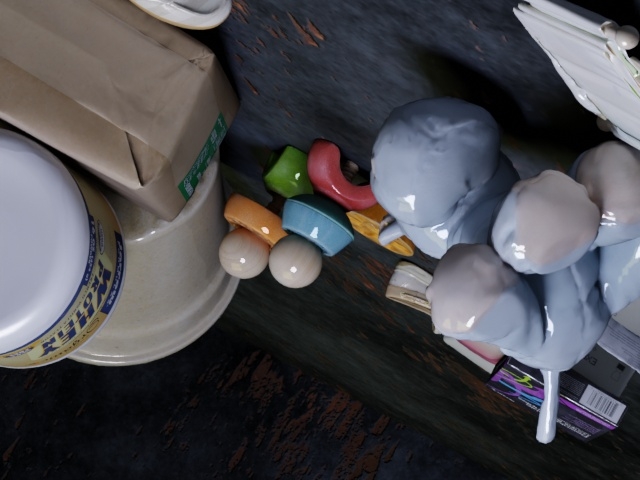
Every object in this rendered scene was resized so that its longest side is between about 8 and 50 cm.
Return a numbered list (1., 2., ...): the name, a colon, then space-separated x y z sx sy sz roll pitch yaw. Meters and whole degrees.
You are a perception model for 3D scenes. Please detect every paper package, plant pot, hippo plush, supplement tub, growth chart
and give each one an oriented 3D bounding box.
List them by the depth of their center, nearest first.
1. growth chart: 0.218 -0.109 1.412 0.172 0.021 0.237 36 175 42
2. hippo plush: 0.172 -0.027 1.650 0.236 0.234 0.294 54 -175 35
3. supplement tub: -0.326 0.015 2.016 0.228 0.228 0.316 30 177 7
4. paper package: -0.255 -0.170 2.031 0.309 0.168 0.325 31 176 4
5. plant pot: -0.245 -0.051 2.353 0.334 0.334 0.305 30 159 5

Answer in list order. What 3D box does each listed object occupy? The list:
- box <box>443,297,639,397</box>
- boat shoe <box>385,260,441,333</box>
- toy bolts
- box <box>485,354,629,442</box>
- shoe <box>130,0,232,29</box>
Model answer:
1. box: 0.234 0.065 1.900 0.127 0.148 0.232 33 169 -8
2. boat shoe: 0.159 0.092 2.474 0.170 0.059 0.063 31 169 0
3. toy bolts: 0.000 0.000 2.220 0.218 0.158 0.228 33 169 -8
4. box: 0.218 0.143 1.816 0.116 0.029 0.162 30 170 4
5. shoe: -0.165 -0.260 1.711 0.219 0.076 0.058 37 173 -19
